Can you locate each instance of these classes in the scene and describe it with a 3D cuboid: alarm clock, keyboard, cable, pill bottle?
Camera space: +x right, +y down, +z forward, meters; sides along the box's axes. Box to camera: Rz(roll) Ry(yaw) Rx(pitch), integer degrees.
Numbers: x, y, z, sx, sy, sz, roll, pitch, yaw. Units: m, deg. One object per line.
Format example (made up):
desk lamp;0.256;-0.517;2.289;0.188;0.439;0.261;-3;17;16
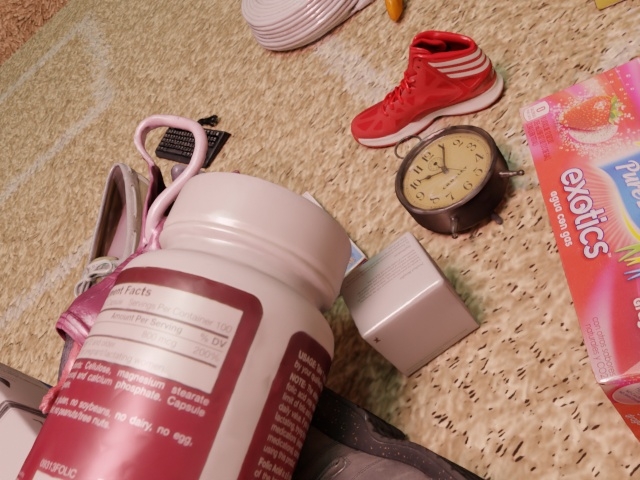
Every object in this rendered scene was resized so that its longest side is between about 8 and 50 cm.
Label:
alarm clock;0.150;-0.082;0.821;0.129;0.064;0.192;-43;44;3
keyboard;-0.235;-0.192;1.247;0.180;0.023;0.108;17;70;44
cable;-0.030;-0.463;1.244;0.257;0.089;0.257;-38;42;8
pill bottle;-0.119;0.147;0.625;0.224;0.224;0.391;0;59;39

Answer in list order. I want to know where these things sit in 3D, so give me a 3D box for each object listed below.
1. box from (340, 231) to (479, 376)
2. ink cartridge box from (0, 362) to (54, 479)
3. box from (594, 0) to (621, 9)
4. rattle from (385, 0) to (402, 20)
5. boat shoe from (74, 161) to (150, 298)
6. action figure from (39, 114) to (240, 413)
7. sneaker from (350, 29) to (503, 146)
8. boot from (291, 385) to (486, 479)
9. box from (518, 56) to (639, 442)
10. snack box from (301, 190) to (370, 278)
box;0.093;0.069;0.720;0.101;0.102;0.087;-37;40;9
ink cartridge box;-0.326;0.274;0.804;0.308;0.223;0.129;21;72;46
box;0.386;-0.412;0.893;0.087;0.058;0.232;-16;49;30
rattle;0.186;-0.461;1.088;0.200;0.130;0.142;-14;57;-4
boat shoe;-0.339;0.018;1.106;0.118;0.103;0.320;-14;51;31
action figure;-0.198;0.057;0.812;0.248;0.275;0.370;11;45;35
sneaker;0.117;-0.212;0.900;0.221;0.128;0.086;-20;48;26
boot;0.045;0.283;0.598;0.338;0.118;0.222;14;70;58
box;0.288;0.002;0.580;0.142;0.154;0.299;-22;46;24
snack box;0.000;0.000;0.908;0.064;0.022;0.178;-42;42;2
